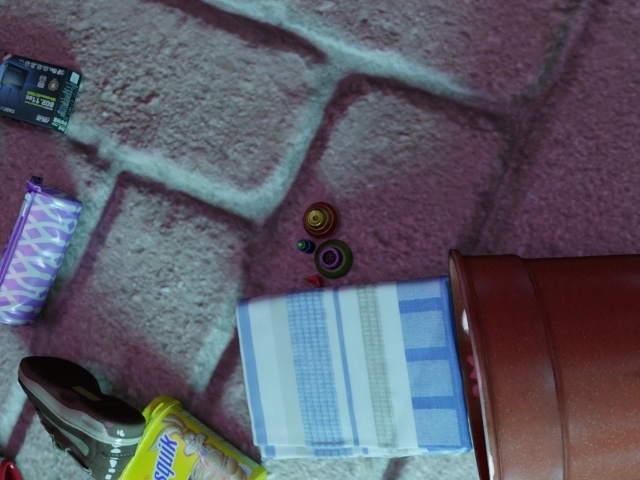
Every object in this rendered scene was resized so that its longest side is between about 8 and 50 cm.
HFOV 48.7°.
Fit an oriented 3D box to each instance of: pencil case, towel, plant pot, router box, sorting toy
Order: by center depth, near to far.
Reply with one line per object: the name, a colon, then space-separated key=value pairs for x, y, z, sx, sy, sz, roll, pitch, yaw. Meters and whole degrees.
plant pot: x=0.280 y=0.126 z=0.706 sx=0.264 sy=0.272 sz=0.273 roll=-8 pitch=82 yaw=7
towel: x=0.031 y=0.156 z=0.843 sx=0.284 sy=0.034 sz=0.209 roll=-9 pitch=90 yaw=26
sorting toy: x=0.000 y=0.000 z=0.900 sx=0.061 sy=0.042 sz=0.102 roll=-20 pitch=79 yaw=13
pencil case: x=-0.408 y=0.017 z=0.994 sx=0.086 sy=0.088 sz=0.206 roll=21 pitch=91 yaw=19
router box: x=-0.423 y=-0.219 z=1.048 sx=0.122 sy=0.038 sz=0.092 roll=17 pitch=90 yaw=17

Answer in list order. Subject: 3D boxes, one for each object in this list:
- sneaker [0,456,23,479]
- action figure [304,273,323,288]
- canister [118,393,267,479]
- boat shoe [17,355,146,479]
sneaker: x=-0.482 y=0.403 z=0.977 sx=0.128 sy=0.087 sz=0.221 roll=10 pitch=88 yaw=18
action figure: x=0.005 y=0.102 z=0.891 sx=0.030 sy=0.038 sz=0.115 roll=-20 pitch=76 yaw=1
canister: x=-0.167 y=0.296 z=0.903 sx=0.169 sy=0.073 sz=0.126 roll=31 pitch=94 yaw=15
boat shoe: x=-0.327 y=0.229 z=0.912 sx=0.257 sy=0.095 sz=0.095 roll=18 pitch=94 yaw=45
